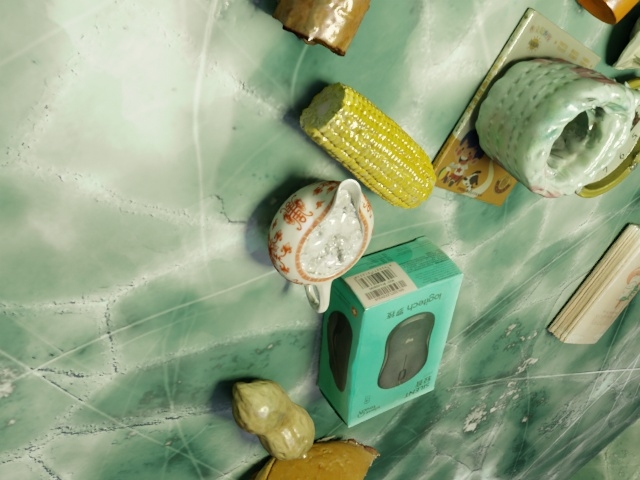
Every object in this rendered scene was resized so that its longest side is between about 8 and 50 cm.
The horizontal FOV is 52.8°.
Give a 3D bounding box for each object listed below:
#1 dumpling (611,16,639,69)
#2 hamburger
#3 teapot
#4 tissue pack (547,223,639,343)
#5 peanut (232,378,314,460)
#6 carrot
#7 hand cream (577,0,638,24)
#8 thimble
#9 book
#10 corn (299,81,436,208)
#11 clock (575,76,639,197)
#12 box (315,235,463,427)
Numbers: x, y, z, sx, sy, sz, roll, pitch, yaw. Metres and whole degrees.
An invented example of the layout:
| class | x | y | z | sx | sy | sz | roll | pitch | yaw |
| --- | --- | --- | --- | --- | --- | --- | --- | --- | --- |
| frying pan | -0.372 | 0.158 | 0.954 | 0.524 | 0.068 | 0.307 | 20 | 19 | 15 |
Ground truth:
| class | x | y | z | sx | sy | sz | roll | pitch | yaw |
| --- | --- | --- | --- | --- | --- | --- | --- | --- | --- |
| dumpling | 0.555 | -0.320 | 1.054 | 0.155 | 0.111 | 0.181 | -22 | 139 | 26 |
| hamburger | -0.028 | 0.504 | 1.293 | 0.282 | 0.245 | 0.155 | -66 | -177 | -33 |
| teapot | 0.000 | 0.000 | 0.914 | 0.159 | 0.116 | 0.245 | -29 | 136 | -31 |
| tissue pack | 0.699 | 0.112 | 1.545 | 0.170 | 0.071 | 0.325 | 8 | 120 | -42 |
| peanut | -0.080 | 0.312 | 1.125 | 0.101 | 0.117 | 0.263 | -51 | 139 | -19 |
| carrot | 0.048 | -0.324 | 0.682 | 0.102 | 0.102 | 0.263 | 16 | 114 | -43 |
| hand cream | 0.484 | -0.453 | 0.884 | 0.314 | 0.140 | 0.089 | -46 | 174 | 15 |
| thimble | 0.353 | -0.176 | 0.960 | 0.211 | 0.149 | 0.185 | -36 | 135 | -3 |
| book | 0.308 | -0.197 | 1.035 | 0.208 | 0.020 | 0.295 | 11 | 118 | -40 |
| corn | 0.074 | -0.122 | 0.873 | 0.093 | 0.093 | 0.244 | -48 | 138 | 9 |
| clock | 0.522 | -0.189 | 1.170 | 0.237 | 0.057 | 0.237 | -20 | 133 | -23 |
| box | 0.115 | 0.165 | 1.133 | 0.205 | 0.118 | 0.311 | -15 | 132 | -24 |
